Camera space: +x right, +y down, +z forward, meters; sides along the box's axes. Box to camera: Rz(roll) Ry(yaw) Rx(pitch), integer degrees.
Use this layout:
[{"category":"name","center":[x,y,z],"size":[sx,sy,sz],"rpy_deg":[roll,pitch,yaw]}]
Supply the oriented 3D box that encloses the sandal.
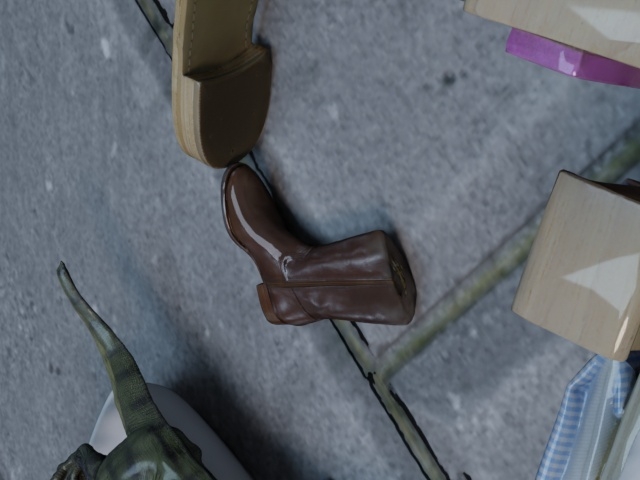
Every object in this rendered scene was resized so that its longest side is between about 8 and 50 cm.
[{"category":"sandal","center":[-0.070,-0.160,0.744],"size":[0.079,0.088,0.240],"rpy_deg":[27,125,31]}]

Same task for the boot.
[{"category":"boot","center":[0.000,0.000,0.754],"size":[0.114,0.037,0.106],"rpy_deg":[-6,110,49]}]

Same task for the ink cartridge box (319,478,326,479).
[{"category":"ink cartridge box","center":[0.035,0.233,0.768],"size":[0.180,0.060,0.104],"rpy_deg":[32,123,35]}]

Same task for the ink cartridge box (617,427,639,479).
[{"category":"ink cartridge box","center":[0.231,0.102,0.315],"size":[0.270,0.198,0.197],"rpy_deg":[30,104,49]}]

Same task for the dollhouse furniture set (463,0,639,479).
[{"category":"dollhouse furniture set","center":[0.080,0.022,0.500],"size":[0.198,0.286,0.303],"rpy_deg":[27,108,38]}]

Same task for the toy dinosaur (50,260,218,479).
[{"category":"toy dinosaur","center":[-0.110,0.148,0.821],"size":[0.268,0.064,0.118],"rpy_deg":[54,130,27]}]

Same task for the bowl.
[{"category":"bowl","center":[-0.096,0.173,0.890],"size":[0.142,0.053,0.142],"rpy_deg":[43,128,27]}]
